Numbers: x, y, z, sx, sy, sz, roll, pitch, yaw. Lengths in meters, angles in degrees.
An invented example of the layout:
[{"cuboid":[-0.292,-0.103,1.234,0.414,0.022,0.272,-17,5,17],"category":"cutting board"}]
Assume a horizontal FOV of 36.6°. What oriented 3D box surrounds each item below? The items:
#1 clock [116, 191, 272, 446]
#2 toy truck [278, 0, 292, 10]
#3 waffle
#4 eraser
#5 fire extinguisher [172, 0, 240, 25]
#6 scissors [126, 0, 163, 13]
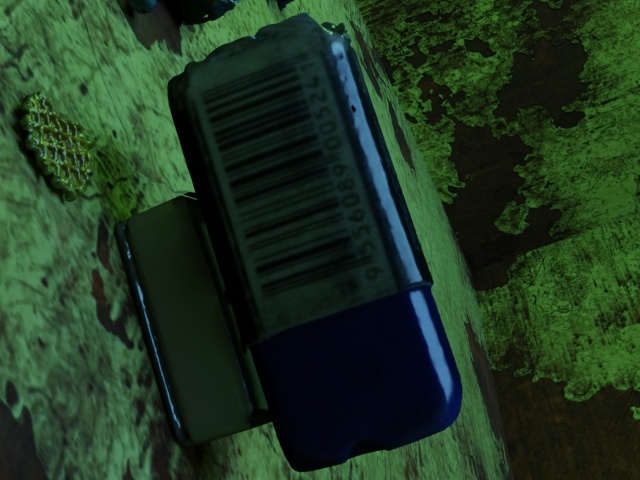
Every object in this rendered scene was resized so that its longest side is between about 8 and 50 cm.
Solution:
[{"cuboid":[-0.087,0.066,0.812,0.147,0.071,0.192,15,56,-74],"category":"clock"},{"cuboid":[-0.050,-0.493,1.714,0.208,0.113,0.126,10,61,-74],"category":"toy truck"},{"cuboid":[-0.193,-0.071,0.708,0.085,0.016,0.078,55,19,-46],"category":"waffle"},{"cuboid":[0.000,0.000,0.760,0.101,0.155,0.332,7,64,-77],"category":"eraser"},{"cuboid":[-0.180,-0.385,1.063,0.118,0.093,0.294,-88,154,-52],"category":"fire extinguisher"},{"cuboid":[-0.226,-0.369,0.966,0.138,0.041,0.289,-78,146,-65],"category":"scissors"}]
